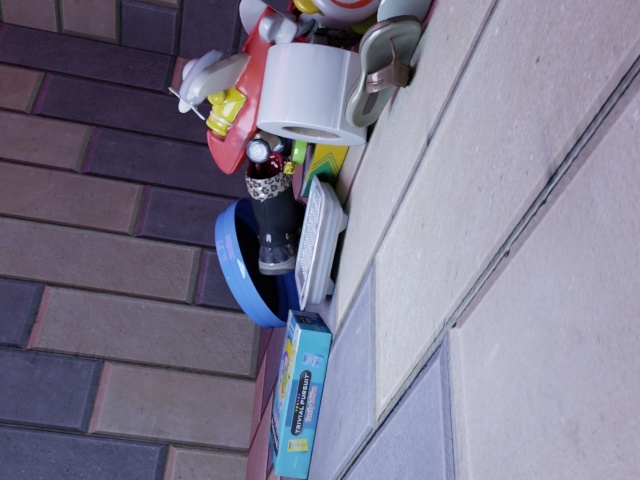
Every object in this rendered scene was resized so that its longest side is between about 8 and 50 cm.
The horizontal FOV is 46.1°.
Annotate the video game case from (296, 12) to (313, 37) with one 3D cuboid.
[{"bbox_3d":[0.038,-0.585,1.856,0.026,0.227,0.206,57,177,-9],"label":"video game case"}]

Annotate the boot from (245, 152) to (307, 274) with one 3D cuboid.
[{"bbox_3d":[-0.111,-0.107,2.090,0.377,0.138,0.284,-66,-28,-59],"label":"boot"}]

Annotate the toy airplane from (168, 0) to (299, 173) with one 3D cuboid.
[{"bbox_3d":[-0.202,-0.399,1.802,0.386,0.272,0.384,79,-150,-65],"label":"toy airplane"}]

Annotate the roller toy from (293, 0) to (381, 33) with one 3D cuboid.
[{"bbox_3d":[0.052,-0.578,1.674,0.146,0.209,0.191,-147,71,-78],"label":"roller toy"}]

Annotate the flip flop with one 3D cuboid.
[{"bbox_3d":[0.113,-0.285,1.325,0.080,0.112,0.277,65,153,26],"label":"flip flop"}]

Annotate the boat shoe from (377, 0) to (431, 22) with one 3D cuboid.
[{"bbox_3d":[0.161,-0.444,1.253,0.227,0.079,0.081,119,168,-54],"label":"boat shoe"}]

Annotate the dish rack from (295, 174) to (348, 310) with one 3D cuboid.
[{"bbox_3d":[0.000,0.000,1.838,0.333,0.072,0.285,-112,31,-74],"label":"dish rack"}]

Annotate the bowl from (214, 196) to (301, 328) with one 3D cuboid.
[{"bbox_3d":[-0.177,0.069,2.149,0.391,0.077,0.391,58,-162,-32],"label":"bowl"}]

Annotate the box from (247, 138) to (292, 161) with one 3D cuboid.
[{"bbox_3d":[-0.102,-0.339,2.162,0.143,0.270,0.165,51,158,9],"label":"box"}]

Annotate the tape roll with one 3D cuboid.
[{"bbox_3d":[-0.007,-0.312,1.633,0.246,0.246,0.169,177,102,-82],"label":"tape roll"}]

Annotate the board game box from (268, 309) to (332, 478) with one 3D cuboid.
[{"bbox_3d":[-0.055,0.354,1.790,0.254,0.079,0.336,-147,67,-81],"label":"board game box"}]

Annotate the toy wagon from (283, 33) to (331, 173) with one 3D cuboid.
[{"bbox_3d":[-0.036,-0.332,1.889,0.267,0.068,0.344,159,119,-81],"label":"toy wagon"}]

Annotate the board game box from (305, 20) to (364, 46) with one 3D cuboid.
[{"bbox_3d":[0.041,-0.528,1.917,0.259,0.136,0.030,-146,53,-80],"label":"board game box"}]

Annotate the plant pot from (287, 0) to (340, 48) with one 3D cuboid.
[{"bbox_3d":[-0.004,-0.628,2.161,0.174,0.191,0.191,180,99,-85],"label":"plant pot"}]

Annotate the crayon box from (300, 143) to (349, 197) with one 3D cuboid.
[{"bbox_3d":[0.021,-0.277,1.957,0.323,0.083,0.203,111,166,-57],"label":"crayon box"}]
